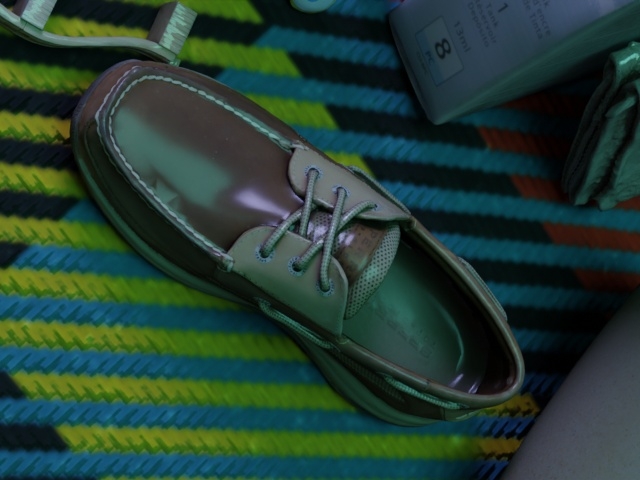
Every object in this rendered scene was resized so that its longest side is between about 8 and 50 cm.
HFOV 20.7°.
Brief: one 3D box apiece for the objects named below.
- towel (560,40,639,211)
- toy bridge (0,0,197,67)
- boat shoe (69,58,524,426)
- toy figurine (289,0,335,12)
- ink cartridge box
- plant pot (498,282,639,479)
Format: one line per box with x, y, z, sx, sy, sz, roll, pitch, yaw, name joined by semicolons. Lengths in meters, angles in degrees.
0.297;-0.107;1.148;0.282;0.187;0.049;-22;70;-10;towel
-0.156;-0.145;0.997;0.188;0.026;0.063;30;77;-27;toy bridge
0.000;0.000;1.035;0.324;0.116;0.123;35;72;-26;boat shoe
-0.030;-0.289;0.964;0.362;0.217;0.191;32;74;-27;toy figurine
0.260;-0.199;1.038;0.308;0.385;0.091;-19;84;-29;ink cartridge box
0.214;0.180;1.110;0.274;0.256;0.256;-40;110;-7;plant pot
